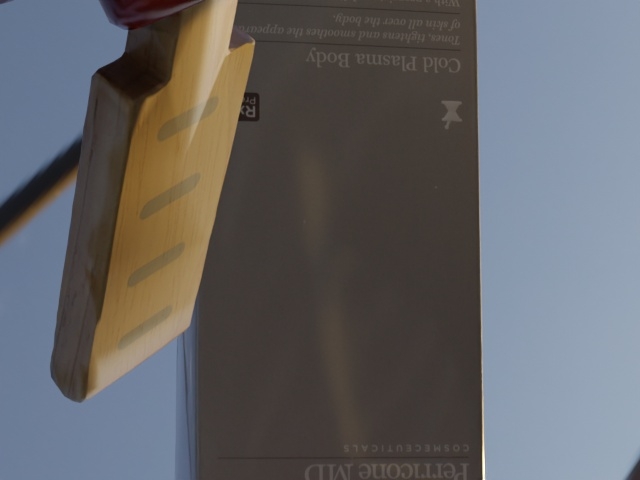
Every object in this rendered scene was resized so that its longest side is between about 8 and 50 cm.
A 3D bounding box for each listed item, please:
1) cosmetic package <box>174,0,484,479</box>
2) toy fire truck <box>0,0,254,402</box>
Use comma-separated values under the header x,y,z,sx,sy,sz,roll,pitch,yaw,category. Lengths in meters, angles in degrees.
x,y,z,sx,sy,sz,roll,pitch,yaw,category
0.000,0.000,0.647,0.127,0.107,0.238,-1,-100,-11,cosmetic package
-0.098,-0.059,0.299,0.217,0.158,0.246,-30,-77,-23,toy fire truck
